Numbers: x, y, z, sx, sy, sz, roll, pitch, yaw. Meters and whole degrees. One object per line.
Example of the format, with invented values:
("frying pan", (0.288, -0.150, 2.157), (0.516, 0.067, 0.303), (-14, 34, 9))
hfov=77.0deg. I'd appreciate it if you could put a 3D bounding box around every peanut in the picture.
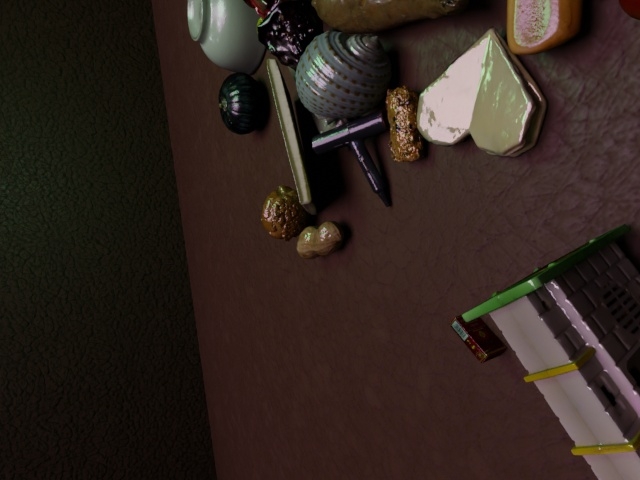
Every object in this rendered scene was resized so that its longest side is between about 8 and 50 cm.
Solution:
("peanut", (-0.001, -0.002, 1.049), (0.193, 0.089, 0.089), (-20, 79, 54))

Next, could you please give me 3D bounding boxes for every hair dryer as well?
("hair dryer", (0.083, -0.157, 0.863), (0.173, 0.050, 0.194), (-11, 99, 33))

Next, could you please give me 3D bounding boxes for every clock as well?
("clock", (0.317, 0.136, 0.431), (0.255, 0.220, 0.106), (62, 146, 17))

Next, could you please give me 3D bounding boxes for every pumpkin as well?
("pumpkin", (-0.266, -0.450, 1.329), (0.202, 0.140, 0.201), (24, 117, 58))

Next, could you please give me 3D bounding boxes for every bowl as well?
("bowl", (-0.316, -0.728, 1.302), (0.354, 0.185, 0.353), (21, 114, 56))

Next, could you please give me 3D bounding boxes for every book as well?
("book", (-0.064, -0.246, 1.024), (0.239, 0.035, 0.352), (36, -140, -85))

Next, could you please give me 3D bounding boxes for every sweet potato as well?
("sweet potato", (0.118, -0.433, 0.711), (0.423, 0.131, 0.130), (39, 129, 47))

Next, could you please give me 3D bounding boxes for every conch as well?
("conch", (0.049, -0.310, 0.795), (0.200, 0.172, 0.131), (-64, 32, 27))

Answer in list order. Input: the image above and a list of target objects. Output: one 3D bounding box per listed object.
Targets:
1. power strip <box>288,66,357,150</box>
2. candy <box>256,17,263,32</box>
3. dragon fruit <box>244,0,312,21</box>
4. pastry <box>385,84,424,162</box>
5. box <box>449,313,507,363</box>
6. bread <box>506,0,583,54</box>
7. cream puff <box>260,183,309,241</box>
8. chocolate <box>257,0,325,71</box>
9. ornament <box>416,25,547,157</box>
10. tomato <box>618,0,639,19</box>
("power strip", (0.002, -0.364, 0.981), (0.092, 0.066, 0.387), (-50, 53, 44))
("candy", (-0.087, -0.592, 1.083), (0.262, 0.073, 0.077), (25, 94, 47))
("dragon fruit", (-0.085, -0.613, 0.943), (0.274, 0.192, 0.193), (44, 154, 47))
("pastry", (0.160, -0.219, 0.759), (0.080, 0.056, 0.140), (-160, 59, -64))
("box", (0.263, 0.161, 0.675), (0.082, 0.052, 0.023), (56, 141, 38))
("bread", (0.281, -0.357, 0.503), (0.093, 0.074, 0.239), (5, 103, 47))
("cream puff", (-0.090, -0.071, 1.124), (0.115, 0.165, 0.150), (23, 95, 21))
("chocolate", (-0.041, -0.430, 0.899), (0.156, 0.156, 0.133), (-39, 73, 55))
("ornament", (0.246, -0.227, 0.615), (0.201, 0.059, 0.180), (31, 122, 49))
("tomato", (0.354, -0.268, 0.406), (0.087, 0.075, 0.087), (-17, 68, 52))
